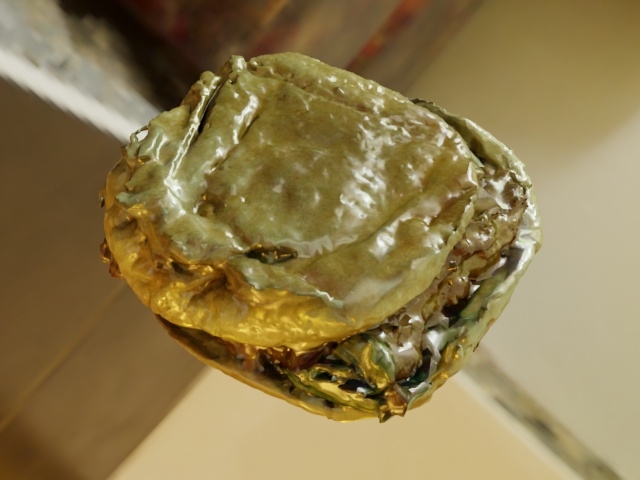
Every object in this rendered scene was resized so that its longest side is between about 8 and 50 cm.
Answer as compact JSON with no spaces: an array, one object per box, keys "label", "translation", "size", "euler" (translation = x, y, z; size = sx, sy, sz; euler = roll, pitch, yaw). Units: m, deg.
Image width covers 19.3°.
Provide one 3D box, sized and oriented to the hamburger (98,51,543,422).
[{"label":"hamburger","translation":[0.000,0.000,0.958],"size":[0.183,0.206,0.130],"euler":[-54,161,-31]}]
